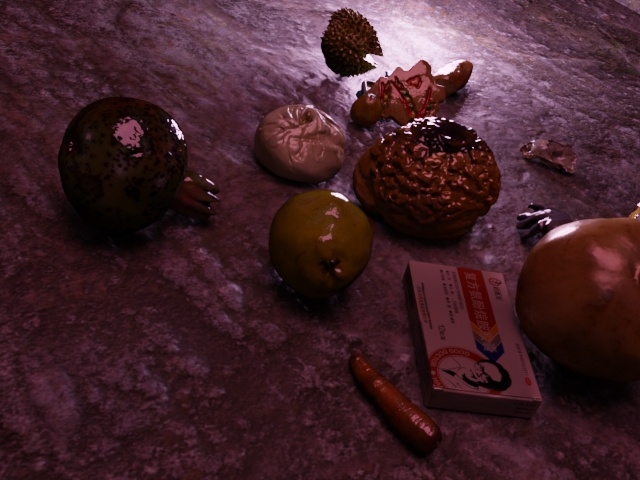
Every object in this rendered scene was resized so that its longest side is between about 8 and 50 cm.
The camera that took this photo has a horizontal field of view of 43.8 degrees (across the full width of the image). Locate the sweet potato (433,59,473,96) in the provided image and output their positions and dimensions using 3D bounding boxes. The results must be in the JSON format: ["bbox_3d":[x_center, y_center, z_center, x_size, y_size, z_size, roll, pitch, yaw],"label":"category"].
[{"bbox_3d":[0.417,-0.509,2.476,0.097,0.097,0.251,29,35,17],"label":"sweet potato"}]

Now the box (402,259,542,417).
[{"bbox_3d":[0.290,0.187,1.580,0.214,0.069,0.353,8,40,-9],"label":"box"}]

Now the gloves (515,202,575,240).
[{"bbox_3d":[0.563,0.004,1.880,0.142,0.119,0.285,28,22,-39],"label":"gloves"}]

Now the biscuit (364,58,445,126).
[{"bbox_3d":[0.234,-0.405,2.235,0.238,0.041,0.212,-5,83,-6],"label":"biscuit"}]

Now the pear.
[{"bbox_3d":[0.000,0.000,1.596,0.212,0.212,0.269,6,24,-11],"label":"pear"}]

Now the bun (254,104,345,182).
[{"bbox_3d":[-0.046,-0.246,1.942,0.229,0.145,0.229,11,35,-8],"label":"bun"}]

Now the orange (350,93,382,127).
[{"bbox_3d":[0.126,-0.356,2.173,0.085,0.095,0.085,14,33,-9],"label":"orange"}]

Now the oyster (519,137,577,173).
[{"bbox_3d":[0.650,-0.247,2.249,0.165,0.053,0.108,25,65,0],"label":"oyster"}]

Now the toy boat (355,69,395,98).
[{"bbox_3d":[0.215,-0.435,2.297,0.215,0.102,0.088,8,41,-9],"label":"toy boat"}]

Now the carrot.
[{"bbox_3d":[0.122,0.283,1.411,0.059,0.059,0.248,-17,45,-35],"label":"carrot"}]

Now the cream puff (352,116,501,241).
[{"bbox_3d":[0.256,-0.164,1.870,0.342,0.231,0.327,20,41,6],"label":"cream puff"}]

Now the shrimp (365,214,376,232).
[{"bbox_3d":[0.071,-0.044,1.825,0.114,0.023,0.083,32,43,15],"label":"shrimp"}]

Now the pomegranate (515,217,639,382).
[{"bbox_3d":[0.556,0.103,1.540,0.342,0.343,0.343,9,38,-7],"label":"pomegranate"}]

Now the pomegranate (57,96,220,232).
[{"bbox_3d":[-0.358,-0.141,1.639,0.340,0.285,0.285,22,29,-36],"label":"pomegranate"}]

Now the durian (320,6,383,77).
[{"bbox_3d":[0.064,-0.583,2.374,0.137,0.193,0.237,-33,32,-16],"label":"durian"}]

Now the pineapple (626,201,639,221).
[{"bbox_3d":[0.852,0.037,1.873,0.272,0.262,0.262,45,42,1],"label":"pineapple"}]
